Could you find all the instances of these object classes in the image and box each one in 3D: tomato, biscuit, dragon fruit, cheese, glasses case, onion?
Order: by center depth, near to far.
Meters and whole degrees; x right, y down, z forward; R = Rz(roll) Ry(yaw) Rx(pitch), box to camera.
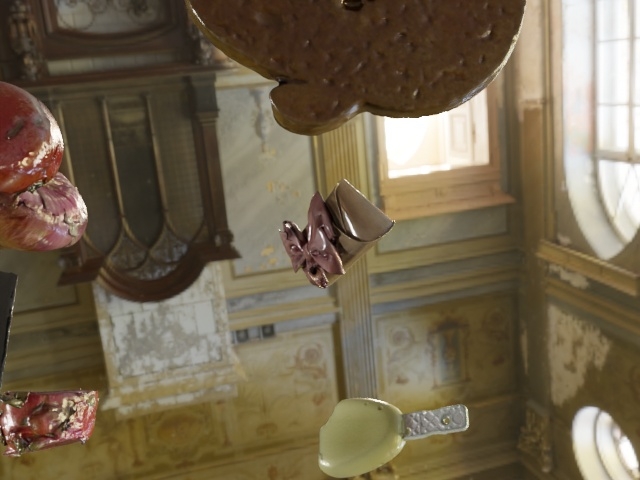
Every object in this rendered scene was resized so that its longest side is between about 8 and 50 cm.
[{"bbox_3d":[0.034,-0.282,0.791,0.394,0.351,0.070,25,175,-4],"label":"biscuit"},{"bbox_3d":[0.000,0.000,0.824,0.070,0.102,0.193,-49,180,-27],"label":"glasses case"},{"bbox_3d":[-0.421,-0.153,0.925,0.099,0.173,0.189,-39,-177,14],"label":"tomato"},{"bbox_3d":[0.113,0.299,1.095,0.255,0.050,0.127,-19,-132,25],"label":"cheese"},{"bbox_3d":[-0.493,-0.049,1.102,0.230,0.163,0.230,27,-170,-5],"label":"onion"},{"bbox_3d":[-0.599,0.395,1.484,0.210,0.147,0.282,-3,170,11],"label":"dragon fruit"}]

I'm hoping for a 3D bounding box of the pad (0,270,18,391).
[{"bbox_3d":[-0.375,0.108,0.582,0.202,0.005,0.300,8,-148,-24],"label":"pad"}]
